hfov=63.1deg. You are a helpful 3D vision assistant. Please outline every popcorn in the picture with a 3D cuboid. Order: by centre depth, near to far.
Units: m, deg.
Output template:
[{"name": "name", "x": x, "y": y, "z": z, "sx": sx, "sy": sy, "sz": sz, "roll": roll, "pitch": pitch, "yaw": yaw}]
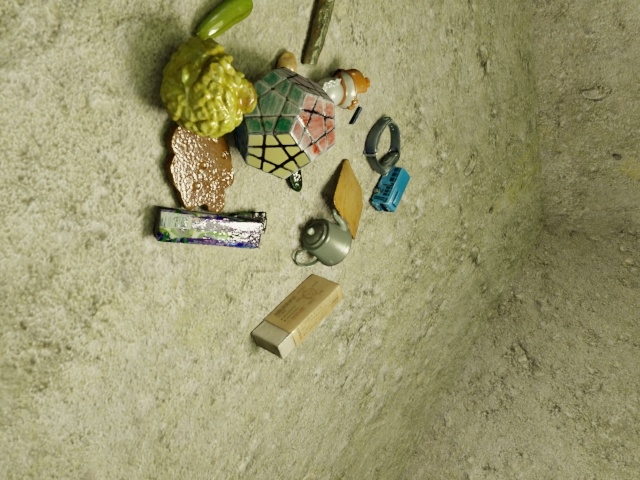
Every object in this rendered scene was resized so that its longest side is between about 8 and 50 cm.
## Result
[{"name": "popcorn", "x": -0.280, "y": -0.391, "z": 1.327, "sx": 0.206, "sy": 0.236, "sz": 0.252, "roll": -48, "pitch": -174, "yaw": 35}]

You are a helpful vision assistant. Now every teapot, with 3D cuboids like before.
[{"name": "teapot", "x": 0.000, "y": 0.000, "z": 1.853, "sx": 0.149, "sy": 0.162, "sz": 0.239, "roll": 30, "pitch": 106, "yaw": -42}]

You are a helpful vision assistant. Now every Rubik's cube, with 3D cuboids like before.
[{"name": "Rubik's cube", "x": -0.108, "y": -0.337, "z": 1.502, "sx": 0.263, "sy": 0.319, "sz": 0.320, "roll": -11, "pitch": 114, "yaw": -19}]

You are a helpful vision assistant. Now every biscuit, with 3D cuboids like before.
[{"name": "biscuit", "x": -0.334, "y": -0.204, "z": 1.455, "sx": 0.208, "sy": 0.041, "sz": 0.291, "roll": -40, "pitch": 131, "yaw": -33}, {"name": "biscuit", "x": 0.112, "y": -0.156, "z": 1.964, "sx": 0.232, "sy": 0.013, "sz": 0.237, "roll": 59, "pitch": 37, "yaw": -43}]

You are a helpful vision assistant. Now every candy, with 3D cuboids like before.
[{"name": "candy", "x": -0.312, "y": -0.032, "z": 1.466, "sx": 0.312, "sy": 0.061, "sz": 0.088, "roll": 7, "pitch": 103, "yaw": -35}]

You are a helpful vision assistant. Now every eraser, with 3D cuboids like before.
[{"name": "eraser", "x": -0.075, "y": 0.262, "z": 1.846, "sx": 0.343, "sy": 0.144, "sz": 0.078, "roll": -41, "pitch": 133, "yaw": -33}]

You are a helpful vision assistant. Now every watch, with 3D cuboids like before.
[{"name": "watch", "x": 0.251, "y": -0.375, "z": 2.078, "sx": 0.206, "sy": 0.068, "sz": 0.193, "roll": -45, "pitch": 130, "yaw": -35}]

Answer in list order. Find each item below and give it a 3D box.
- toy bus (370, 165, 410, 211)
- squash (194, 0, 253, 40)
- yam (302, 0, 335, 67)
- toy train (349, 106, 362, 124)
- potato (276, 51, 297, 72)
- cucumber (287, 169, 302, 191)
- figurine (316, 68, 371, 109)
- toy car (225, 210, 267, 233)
[{"name": "toy bus", "x": 0.288, "y": -0.209, "z": 2.146, "sx": 0.090, "sy": 0.106, "sz": 0.185, "roll": 39, "pitch": 72, "yaw": -51}, {"name": "squash", "x": -0.259, "y": -0.595, "z": 1.396, "sx": 0.201, "sy": 0.066, "sz": 0.066, "roll": -46, "pitch": 134, "yaw": -21}, {"name": "yam", "x": 0.000, "y": -0.693, "z": 1.673, "sx": 0.061, "sy": 0.061, "sz": 0.275, "roll": 10, "pitch": 95, "yaw": -51}, {"name": "toy train", "x": 0.131, "y": -0.461, "z": 1.941, "sx": 0.083, "sy": 0.017, "sz": 0.017, "roll": -62, "pitch": 147, "yaw": -14}, {"name": "potato", "x": -0.103, "y": -0.537, "z": 1.609, "sx": 0.068, "sy": 0.062, "sz": 0.084, "roll": 18, "pitch": 67, "yaw": -66}, {"name": "cucumber", "x": -0.090, "y": -0.258, "z": 1.716, "sx": 0.052, "sy": 0.058, "sz": 0.215, "roll": -77, "pitch": 163, "yaw": -59}, {"name": "figurine", "x": 0.062, "y": -0.497, "z": 1.759, "sx": 0.271, "sy": 0.143, "sz": 0.144, "roll": -41, "pitch": 131, "yaw": -36}, {"name": "toy car", "x": -0.236, "y": -0.055, "z": 1.606, "sx": 0.165, "sy": 0.062, "sz": 0.071, "roll": -8, "pitch": 108, "yaw": -49}]
